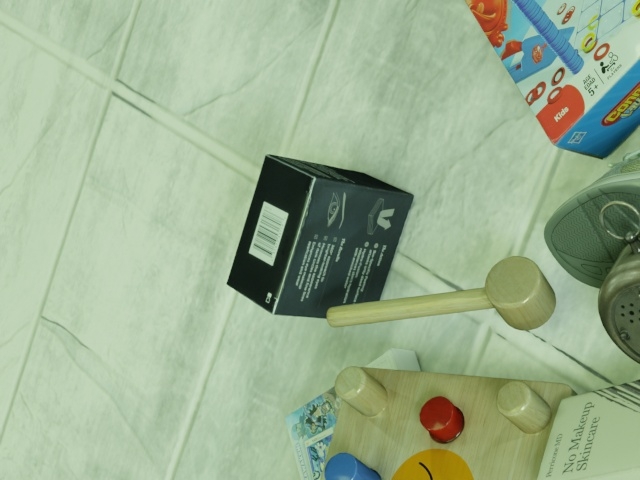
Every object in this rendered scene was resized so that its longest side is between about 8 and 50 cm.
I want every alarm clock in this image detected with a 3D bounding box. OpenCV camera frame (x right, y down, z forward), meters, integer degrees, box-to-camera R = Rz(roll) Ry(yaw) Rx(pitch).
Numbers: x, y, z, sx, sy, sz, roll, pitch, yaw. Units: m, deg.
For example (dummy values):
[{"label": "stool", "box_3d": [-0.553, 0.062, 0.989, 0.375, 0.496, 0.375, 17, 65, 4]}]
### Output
[{"label": "alarm clock", "box_3d": [0.300, 0.045, 1.320, 0.129, 0.064, 0.192, -18, 110, 45]}]

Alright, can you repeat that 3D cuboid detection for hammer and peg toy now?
[{"label": "hammer and peg toy", "box_3d": [0.117, 0.201, 1.469, 0.266, 0.127, 0.361, 1, 64, 34]}]

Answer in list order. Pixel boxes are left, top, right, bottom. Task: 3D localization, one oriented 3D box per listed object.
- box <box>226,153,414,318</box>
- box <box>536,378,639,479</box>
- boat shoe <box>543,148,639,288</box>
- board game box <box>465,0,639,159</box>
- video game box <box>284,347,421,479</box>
[{"label": "box", "box_3d": [0.000, 0.000, 1.651, 0.093, 0.158, 0.156, 28, 104, 45]}, {"label": "box", "box_3d": [0.326, 0.176, 1.287, 0.275, 0.094, 0.113, -22, 33, 43]}, {"label": "boat shoe", "box_3d": [0.340, -0.047, 1.341, 0.118, 0.103, 0.320, 52, 134, -6]}, {"label": "board game box", "box_3d": [0.280, -0.294, 1.445, 0.308, 0.086, 0.302, -48, 52, 31]}, {"label": "video game box", "box_3d": [0.056, 0.249, 1.635, 0.187, 0.048, 0.205, -35, 60, 36]}]
